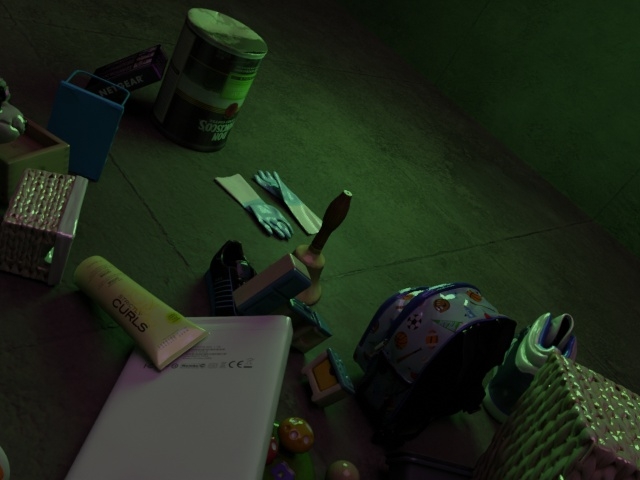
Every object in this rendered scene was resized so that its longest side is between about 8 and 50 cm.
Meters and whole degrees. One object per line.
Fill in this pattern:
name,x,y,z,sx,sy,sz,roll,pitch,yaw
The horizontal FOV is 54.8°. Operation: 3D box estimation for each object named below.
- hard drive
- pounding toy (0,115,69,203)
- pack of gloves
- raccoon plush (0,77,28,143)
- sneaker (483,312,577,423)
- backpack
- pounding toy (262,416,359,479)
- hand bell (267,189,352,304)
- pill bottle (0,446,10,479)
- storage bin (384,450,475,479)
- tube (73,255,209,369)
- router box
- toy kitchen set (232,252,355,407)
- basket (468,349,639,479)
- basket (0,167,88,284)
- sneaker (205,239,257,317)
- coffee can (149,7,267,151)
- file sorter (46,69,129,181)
hard drive,-0.175,0.229,0.824,0.232,0.047,0.353,-2,31,8
pounding toy,-0.584,-0.151,1.077,0.206,0.094,0.181,31,34,17
pack of gloves,-0.106,-0.100,1.465,0.232,0.046,0.195,45,32,21
raccoon plush,-0.616,-0.177,0.805,0.446,0.216,0.299,17,61,-54
sneaker,0.472,0.233,1.313,0.130,0.236,0.322,39,32,11
backpack,0.207,0.196,1.106,0.276,0.263,0.213,-5,46,-44
pounding toy,-0.048,0.313,0.863,0.236,0.110,0.183,31,31,0
hand bell,0.000,0.000,1.223,0.126,0.242,0.126,23,31,-15
pill bottle,-0.415,0.276,0.579,0.121,0.121,0.221,32,31,0
storage bin,0.163,0.393,0.968,0.135,0.098,0.091,21,60,-18
tube,-0.283,0.104,0.945,0.240,0.070,0.062,32,-1,28
router box,-0.457,-0.393,1.461,0.133,0.178,0.046,-96,165,-53
toy kitchen set,-0.021,0.155,1.021,0.207,0.122,0.166,42,17,-46
basket,0.387,0.394,0.886,0.266,0.331,0.328,29,16,5
basket,-0.447,-0.027,0.993,0.103,0.113,0.167,15,34,-22
sneaker,-0.147,0.099,1.099,0.081,0.090,0.232,7,38,-35
coffee can,-0.274,-0.385,1.496,0.201,0.275,0.202,22,32,-15
file sorter,-0.460,-0.230,1.215,0.118,0.170,0.104,21,30,-17
